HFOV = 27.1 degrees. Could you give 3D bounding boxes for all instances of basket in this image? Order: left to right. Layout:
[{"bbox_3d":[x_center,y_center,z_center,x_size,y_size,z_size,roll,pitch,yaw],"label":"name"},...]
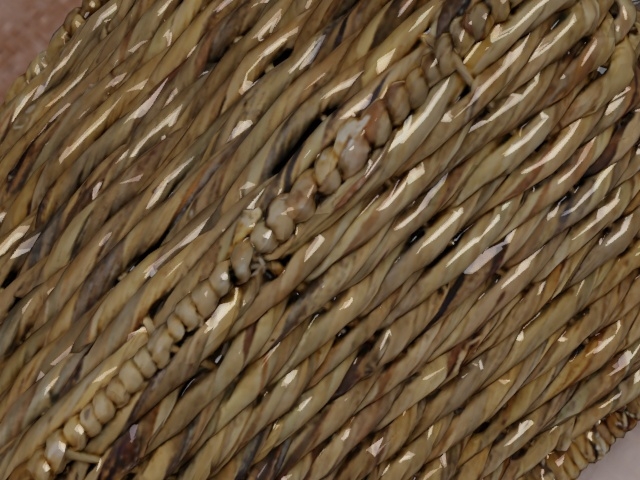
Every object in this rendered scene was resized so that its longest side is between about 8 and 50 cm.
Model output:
[{"bbox_3d":[0.000,0.000,0.557,0.299,0.223,0.213,-47,41,7],"label":"basket"}]

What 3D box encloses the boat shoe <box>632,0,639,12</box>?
[{"bbox_3d":[0.147,-0.092,0.624,0.183,0.066,0.066,-3,57,6],"label":"boat shoe"}]
